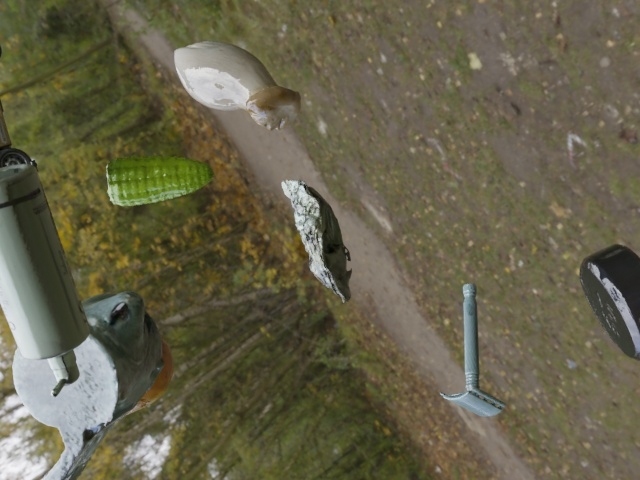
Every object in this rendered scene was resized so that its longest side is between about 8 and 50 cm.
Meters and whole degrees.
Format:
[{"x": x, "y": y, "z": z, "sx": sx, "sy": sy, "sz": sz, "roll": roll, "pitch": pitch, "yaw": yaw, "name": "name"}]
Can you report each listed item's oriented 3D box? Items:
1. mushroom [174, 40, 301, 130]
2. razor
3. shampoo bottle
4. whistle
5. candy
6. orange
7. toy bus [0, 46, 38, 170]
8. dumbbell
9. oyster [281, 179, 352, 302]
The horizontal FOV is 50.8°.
[{"x": -0.118, "y": -0.213, "z": 0.920, "sx": 0.213, "sy": 0.088, "sz": 0.097, "roll": 30, "pitch": 154, "yaw": 27, "name": "mushroom"}, {"x": 0.267, "y": 0.185, "z": 1.192, "sx": 0.106, "sy": 0.068, "sz": 0.231, "roll": 33, "pitch": -131, "yaw": -36, "name": "razor"}, {"x": -0.326, "y": 0.048, "z": 0.769, "sx": 0.085, "sy": 0.085, "sz": 0.262, "roll": -143, "pitch": 38, "yaw": -63, "name": "shampoo bottle"}, {"x": -0.388, "y": 0.270, "z": 1.148, "sx": 0.168, "sy": 0.188, "sz": 0.404, "roll": -49, "pitch": -35, "yaw": -72, "name": "whistle"}, {"x": -0.314, "y": -0.122, "z": 1.319, "sx": 0.097, "sy": 0.210, "sz": 0.096, "roll": 173, "pitch": 90, "yaw": -84, "name": "candy"}, {"x": -0.480, "y": 0.309, "z": 1.644, "sx": 0.240, "sy": 0.240, "sz": 0.240, "roll": 55, "pitch": 170, "yaw": 15, "name": "orange"}, {"x": -0.636, "y": -0.195, "z": 1.157, "sx": 0.177, "sy": 0.202, "sz": 0.365, "roll": -17, "pitch": 89, "yaw": 54, "name": "toy bus"}, {"x": 0.638, "y": 0.053, "z": 1.153, "sx": 0.203, "sy": 0.323, "sz": 0.204, "roll": 62, "pitch": -175, "yaw": -10, "name": "dumbbell"}, {"x": 0.003, "y": -0.001, "z": 1.388, "sx": 0.252, "sy": 0.087, "sz": 0.199, "roll": 53, "pitch": -155, "yaw": -21, "name": "oyster"}]
